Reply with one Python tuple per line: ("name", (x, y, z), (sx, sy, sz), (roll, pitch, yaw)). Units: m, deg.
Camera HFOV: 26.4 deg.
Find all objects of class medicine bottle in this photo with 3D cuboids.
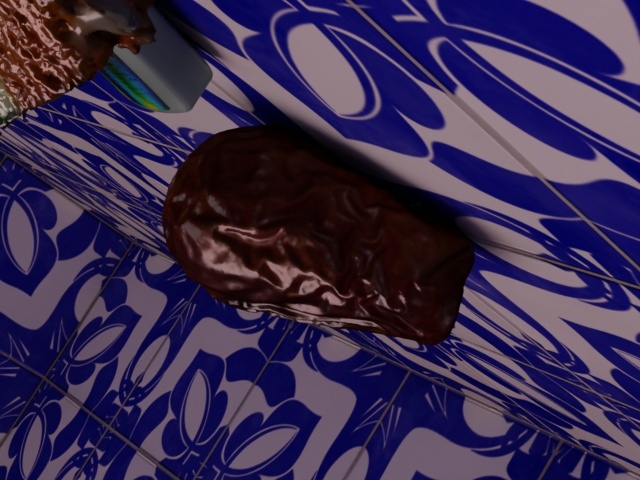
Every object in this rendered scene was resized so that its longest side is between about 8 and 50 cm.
("medicine bottle", (-0.205, -0.212, 1.313), (0.121, 0.083, 0.229), (27, 171, 33))

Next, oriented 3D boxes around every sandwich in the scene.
("sandwich", (-0.247, -0.227, 1.119), (0.212, 0.109, 0.292), (0, 136, 30))

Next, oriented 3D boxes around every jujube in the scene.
("jujube", (0.000, 0.000, 1.474), (0.342, 0.216, 0.216), (24, 170, 14))
